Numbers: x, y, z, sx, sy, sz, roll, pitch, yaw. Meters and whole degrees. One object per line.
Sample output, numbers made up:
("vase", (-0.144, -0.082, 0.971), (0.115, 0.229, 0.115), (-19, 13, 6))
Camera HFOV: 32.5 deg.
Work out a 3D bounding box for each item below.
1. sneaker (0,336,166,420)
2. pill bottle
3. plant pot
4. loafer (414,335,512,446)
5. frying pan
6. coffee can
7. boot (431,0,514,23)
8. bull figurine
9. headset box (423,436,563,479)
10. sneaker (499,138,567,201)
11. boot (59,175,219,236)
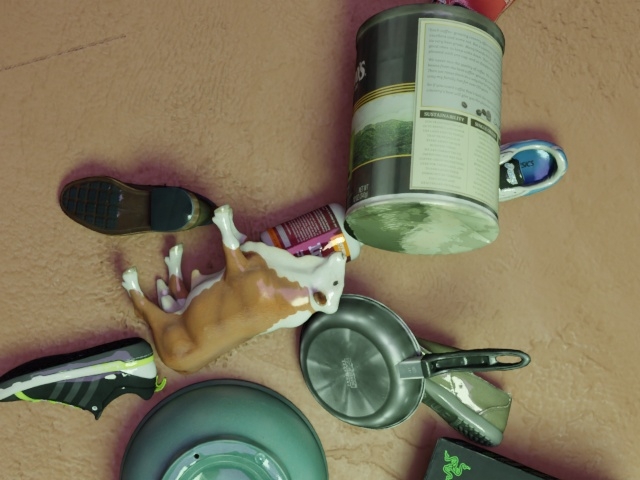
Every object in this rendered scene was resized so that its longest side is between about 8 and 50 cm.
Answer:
("sneaker", (-0.327, 0.203, 1.482), (0.235, 0.084, 0.097), (-13, 99, 0))
("pill bottle", (0.000, 0.000, 1.518), (0.152, 0.086, 0.086), (-23, 89, -5))
("plant pot", (-0.125, 0.334, 1.438), (0.293, 0.196, 0.293), (0, 87, -5))
("loafer", (0.163, 0.183, 1.530), (0.251, 0.094, 0.087), (39, 71, -4))
("frying pan", (0.103, 0.188, 1.453), (0.326, 0.053, 0.197), (20, 116, 27))
("coffee can", (0.139, -0.141, 1.445), (0.201, 0.201, 0.275), (6, 71, -5))
("boot", (0.165, -0.391, 1.553), (0.244, 0.088, 0.176), (37, 86, -6))
("bull figurine", (-0.116, 0.063, 1.450), (0.310, 0.101, 0.188), (-31, 87, 24))
("headset box", (0.241, 0.417, 1.453), (0.283, 0.131, 0.246), (20, 86, 24))
("sneaker", (0.232, -0.088, 1.543), (0.237, 0.086, 0.085), (-18, 91, -4))
("boot", (-0.246, -0.043, 1.514), (0.219, 0.106, 0.082), (8, 91, 24))
